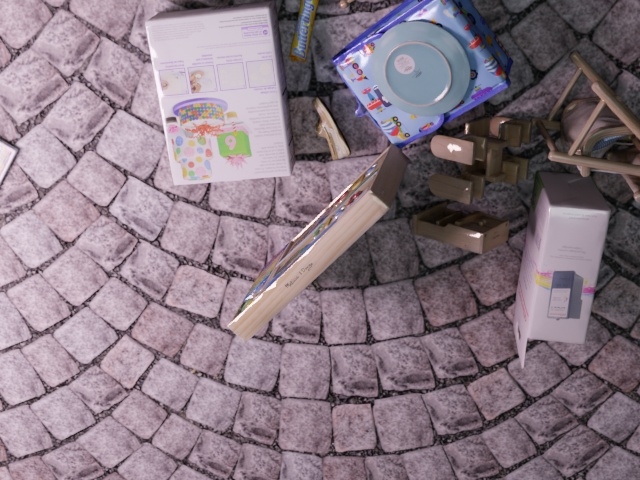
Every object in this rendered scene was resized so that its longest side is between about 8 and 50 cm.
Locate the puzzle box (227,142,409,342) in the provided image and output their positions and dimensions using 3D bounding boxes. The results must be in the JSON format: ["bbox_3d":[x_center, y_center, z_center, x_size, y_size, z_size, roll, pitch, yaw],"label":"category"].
[{"bbox_3d":[0.000,0.000,1.809,0.052,0.272,0.409,43,115,-7],"label":"puzzle box"}]

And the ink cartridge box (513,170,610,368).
[{"bbox_3d":[0.469,0.064,1.860,0.119,0.207,0.353,5,114,3],"label":"ink cartridge box"}]

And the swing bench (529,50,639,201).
[{"bbox_3d":[0.549,-0.197,1.724,0.254,0.253,0.165,26,112,-6],"label":"swing bench"}]

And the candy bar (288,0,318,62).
[{"bbox_3d":[-0.028,-0.419,1.800,0.040,0.018,0.161,13,112,-1],"label":"candy bar"}]

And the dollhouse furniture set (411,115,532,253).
[{"bbox_3d":[0.277,-0.118,1.813,0.161,0.212,0.242,18,118,38],"label":"dollhouse furniture set"}]

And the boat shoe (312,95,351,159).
[{"bbox_3d":[0.013,-0.219,1.861,0.045,0.050,0.135,-27,108,8],"label":"boat shoe"}]

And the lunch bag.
[{"bbox_3d":[0.180,-0.325,1.782,0.293,0.138,0.221,-31,109,29],"label":"lunch bag"}]

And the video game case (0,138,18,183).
[{"bbox_3d":[-0.726,-0.162,1.953,0.143,0.019,0.157,31,110,-9],"label":"video game case"}]

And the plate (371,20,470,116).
[{"bbox_3d":[0.179,-0.306,1.710,0.188,0.024,0.188,13,129,17],"label":"plate"}]

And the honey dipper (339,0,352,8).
[{"bbox_3d":[0.106,-0.479,1.760,0.160,0.030,0.030,-29,108,17],"label":"honey dipper"}]

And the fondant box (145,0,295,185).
[{"bbox_3d":[-0.188,-0.283,1.825,0.238,0.096,0.330,-4,111,6],"label":"fondant box"}]
